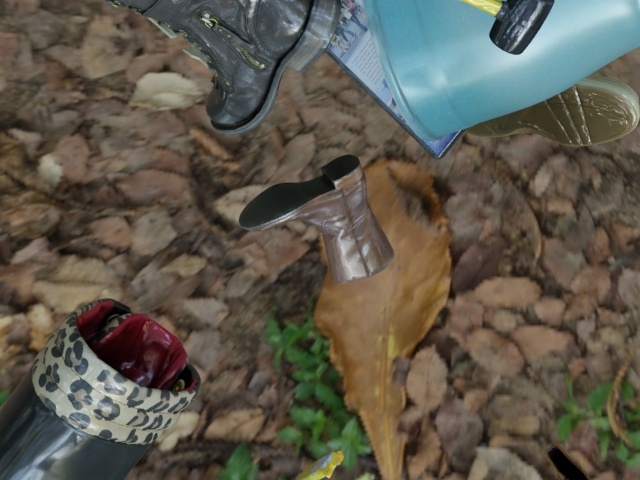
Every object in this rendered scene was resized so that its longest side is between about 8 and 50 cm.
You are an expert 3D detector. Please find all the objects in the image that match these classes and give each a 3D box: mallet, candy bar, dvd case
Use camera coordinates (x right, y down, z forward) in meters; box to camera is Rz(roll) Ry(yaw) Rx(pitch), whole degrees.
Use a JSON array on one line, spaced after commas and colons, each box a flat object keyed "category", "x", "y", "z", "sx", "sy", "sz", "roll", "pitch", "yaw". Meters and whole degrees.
[{"category": "mallet", "x": 0.118, "y": -0.227, "z": 1.128, "sx": 0.189, "sy": 0.039, "sz": 0.062, "roll": 25, "pitch": 122, "yaw": -23}, {"category": "candy bar", "x": -0.006, "y": 0.293, "z": 1.642, "sx": 0.018, "sy": 0.161, "sz": 0.040, "roll": 38, "pitch": 65, "yaw": -1}, {"category": "dvd case", "x": 0.115, "y": -0.250, "z": 1.631, "sx": 0.253, "sy": 0.022, "sz": 0.180, "roll": 46, "pitch": 117, "yaw": 16}]

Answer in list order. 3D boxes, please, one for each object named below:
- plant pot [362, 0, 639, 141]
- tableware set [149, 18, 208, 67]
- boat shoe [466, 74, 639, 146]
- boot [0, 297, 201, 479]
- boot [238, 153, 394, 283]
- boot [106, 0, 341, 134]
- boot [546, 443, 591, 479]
[{"category": "plant pot", "x": 0.202, "y": -0.259, "z": 1.319, "sx": 0.255, "sy": 0.271, "sz": 0.272, "roll": -11, "pitch": 98, "yaw": 20}, {"category": "tableware set", "x": -0.150, "y": -0.305, "z": 1.813, "sx": 0.194, "sy": 0.128, "sz": 0.039, "roll": 41, "pitch": 136, "yaw": 25}, {"category": "boat shoe", "x": 0.317, "y": -0.200, "z": 1.796, "sx": 0.302, "sy": 0.098, "sz": 0.109, "roll": 5, "pitch": 133, "yaw": 48}, {"category": "boot", "x": -0.217, "y": 0.194, "z": 1.141, "sx": 0.138, "sy": 0.377, "sz": 0.284, "roll": 40, "pitch": 97, "yaw": 13}, {"category": "boot", "x": 0.000, "y": 0.000, "z": 1.006, "sx": 0.106, "sy": 0.037, "sz": 0.114, "roll": -25, "pitch": 134, "yaw": -5}, {"category": "boot", "x": -0.126, "y": -0.218, "z": 1.271, "sx": 0.229, "sy": 0.091, "sz": 0.263, "roll": 21, "pitch": 148, "yaw": -20}, {"category": "boot", "x": 0.379, "y": 0.382, "z": 1.740, "sx": 0.096, "sy": 0.264, "sz": 0.280, "roll": -39, "pitch": 108, "yaw": 12}]
